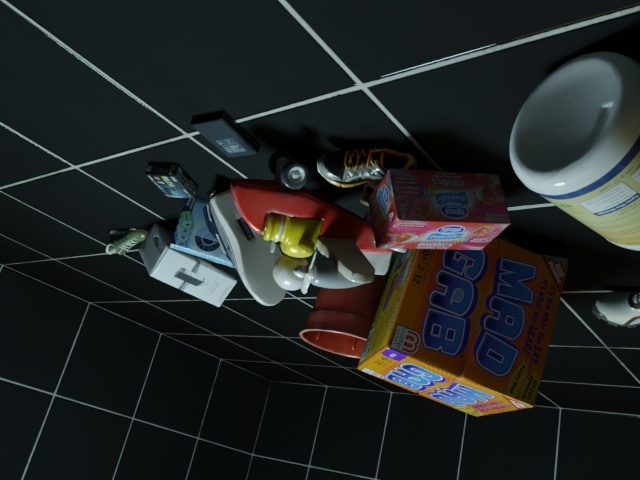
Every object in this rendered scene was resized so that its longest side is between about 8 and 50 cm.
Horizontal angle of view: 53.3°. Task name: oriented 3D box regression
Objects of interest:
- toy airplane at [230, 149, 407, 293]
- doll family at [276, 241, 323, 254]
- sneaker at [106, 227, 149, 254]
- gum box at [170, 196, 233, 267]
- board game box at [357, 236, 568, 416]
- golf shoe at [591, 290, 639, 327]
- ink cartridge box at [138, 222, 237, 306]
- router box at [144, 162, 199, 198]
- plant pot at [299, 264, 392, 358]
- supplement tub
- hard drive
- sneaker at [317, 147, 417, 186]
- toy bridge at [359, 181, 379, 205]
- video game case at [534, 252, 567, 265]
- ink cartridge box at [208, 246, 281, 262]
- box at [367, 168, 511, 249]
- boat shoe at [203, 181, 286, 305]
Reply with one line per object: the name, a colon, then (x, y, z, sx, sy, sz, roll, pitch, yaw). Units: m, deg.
toy airplane: (0.000, 0.000, 1.457, 0.384, 0.273, 0.386, 33, -173, 20)
doll family: (-0.065, -0.003, 1.749, 0.262, 0.119, 0.163, 26, 155, -27)
sneaker: (-0.664, 0.011, 2.183, 0.192, 0.086, 0.064, -2, 153, 34)
gum box: (-0.308, -0.027, 1.786, 0.184, 0.157, 0.041, 18, 158, -12)
board game box: (0.344, 0.203, 1.618, 0.356, 0.357, 0.356, 22, 160, 0)
golf shoe: (0.849, 0.158, 1.647, 0.272, 0.105, 0.120, 1, 140, 16)
ink cartridge box: (-0.432, 0.079, 2.062, 0.272, 0.114, 0.197, 32, -173, -35)
router box: (-0.390, -0.157, 1.681, 0.092, 0.038, 0.122, 4, 156, 21)
plant pot: (0.100, 0.190, 1.920, 0.272, 0.265, 0.272, 13, 158, 5)
supplement tub: (0.478, -0.120, 0.994, 0.316, 0.229, 0.228, 26, 155, -27)
hard drive: (-0.211, -0.232, 1.414, 0.094, 0.022, 0.135, -2, 153, 34)
sneaker: (0.100, -0.161, 1.329, 0.214, 0.084, 0.083, 2, 158, 1)
toy bridge: (0.138, -0.125, 1.457, 0.063, 0.026, 0.188, 23, 157, -19)
video game case: (0.521, 0.075, 1.713, 0.226, 0.026, 0.206, 9, 157, 9)
ink cartridge box: (-0.254, 0.008, 1.933, 0.234, 0.088, 0.193, 7, 156, 14)
box: (0.241, -0.061, 1.315, 0.256, 0.123, 0.128, 1, 153, -18)
boat shoe: (-0.202, 0.016, 1.695, 0.127, 0.341, 0.158, -22, 179, -25)
